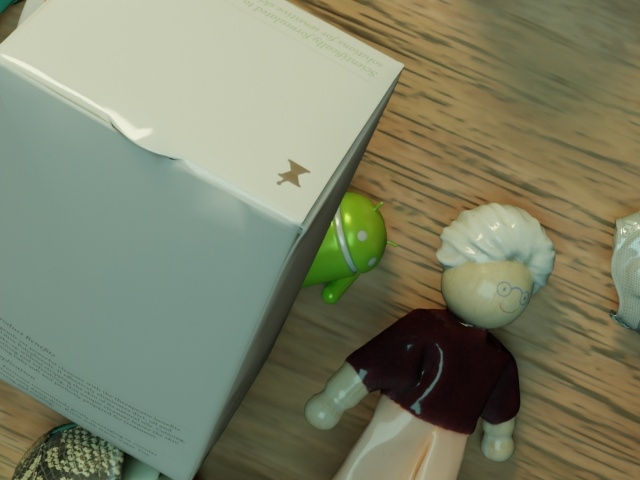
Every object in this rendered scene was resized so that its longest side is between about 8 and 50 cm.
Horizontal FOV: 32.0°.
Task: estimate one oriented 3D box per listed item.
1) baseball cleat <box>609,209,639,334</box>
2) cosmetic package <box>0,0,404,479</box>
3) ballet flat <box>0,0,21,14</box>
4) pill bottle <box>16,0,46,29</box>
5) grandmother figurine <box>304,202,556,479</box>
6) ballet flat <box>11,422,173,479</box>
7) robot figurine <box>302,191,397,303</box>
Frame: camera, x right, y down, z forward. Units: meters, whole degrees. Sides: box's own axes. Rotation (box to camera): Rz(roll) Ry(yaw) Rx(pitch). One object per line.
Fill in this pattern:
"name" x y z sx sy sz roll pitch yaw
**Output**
"baseball cleat" 0.284 -0.017 0.832 0.110 0.072 0.205 27 102 9
"cosmetic package" -0.106 -0.001 0.754 0.197 0.155 0.365 31 142 2
"ballet flat" -0.244 -0.243 0.866 0.241 0.091 0.077 -39 64 11
"pill bottle" -0.106 -0.128 0.839 0.221 0.121 0.121 26 106 2
"grandmother figurine" 0.086 0.133 0.856 0.104 0.208 0.342 26 95 43
"ballet flat" -0.073 0.350 0.918 0.182 0.164 0.482 -28 95 31
"robot figurine" 0.000 0.000 0.880 0.115 0.067 0.101 -13 129 13
